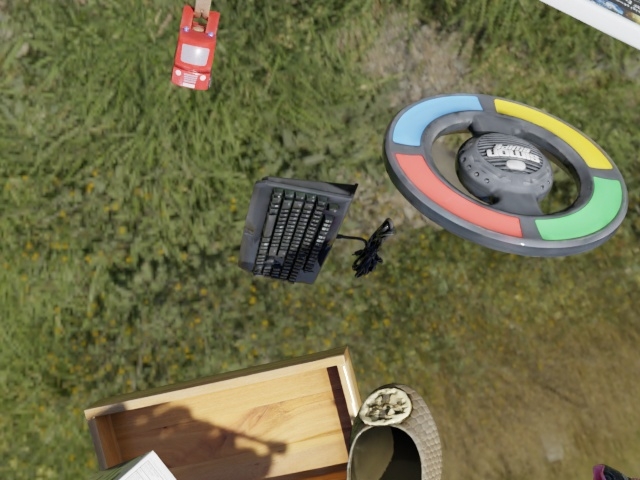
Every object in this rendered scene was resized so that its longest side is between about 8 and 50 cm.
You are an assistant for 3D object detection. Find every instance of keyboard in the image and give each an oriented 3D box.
[{"bbox_3d":[0.000,0.000,1.204,0.201,0.033,0.317,5,159,-7],"label":"keyboard"}]

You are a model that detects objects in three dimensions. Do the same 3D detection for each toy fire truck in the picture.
[{"bbox_3d":[-0.140,-0.275,1.093,0.047,0.192,0.135,9,122,-10],"label":"toy fire truck"}]

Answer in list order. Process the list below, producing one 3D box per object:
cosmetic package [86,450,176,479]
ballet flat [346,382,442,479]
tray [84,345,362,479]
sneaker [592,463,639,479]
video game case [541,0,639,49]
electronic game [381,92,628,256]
[{"bbox_3d":[-0.210,0.263,0.883,0.099,0.060,0.239,-36,180,-31],"label":"cosmetic package"},{"bbox_3d":[0.050,0.218,0.752,0.084,0.250,0.058,-11,135,24],"label":"ballet flat"},{"bbox_3d":[-0.135,0.307,1.419,0.411,0.203,0.076,-13,-175,8],"label":"tray"},{"bbox_3d":[0.221,0.240,0.779,0.057,0.047,0.119,37,87,-15],"label":"sneaker"},{"bbox_3d":[0.284,-0.242,0.885,0.190,0.173,0.022,29,132,7],"label":"video game case"},{"bbox_3d":[0.168,-0.066,0.846,0.229,0.229,0.048,0,132,-16],"label":"electronic game"}]
